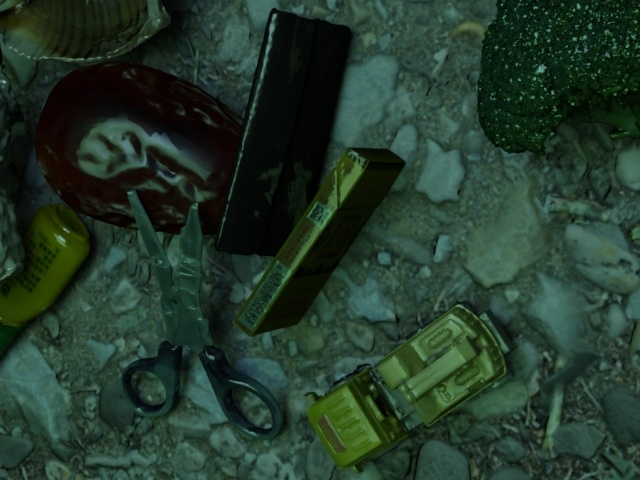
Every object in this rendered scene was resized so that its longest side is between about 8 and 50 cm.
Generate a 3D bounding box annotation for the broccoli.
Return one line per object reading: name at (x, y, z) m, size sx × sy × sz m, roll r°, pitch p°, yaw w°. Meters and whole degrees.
broccoli at (0.313, -0.221, 1.466) m, size 0.308 × 0.308 × 0.275 m, roll -31°, pitch 118°, yaw 21°

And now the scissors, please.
scissors at (-0.188, 0.104, 1.710) m, size 0.256 × 0.029 × 0.383 m, roll 6°, pitch 124°, yaw 23°

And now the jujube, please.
jujube at (-0.232, -0.118, 1.723) m, size 0.318 × 0.223 × 0.223 m, roll 18°, pitch 99°, yaw 13°

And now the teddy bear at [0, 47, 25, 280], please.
teddy bear at (-0.564, -0.088, 1.780) m, size 0.375 × 0.327 × 0.362 m, roll -15°, pitch 97°, yaw 34°

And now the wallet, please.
wallet at (-0.042, -0.133, 1.651) m, size 0.044 × 0.170 × 0.321 m, roll 18°, pitch 99°, yaw 34°

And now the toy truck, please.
toy truck at (0.110, 0.187, 1.608) m, size 0.272 × 0.157 × 0.124 m, roll -35°, pitch 79°, yaw 20°

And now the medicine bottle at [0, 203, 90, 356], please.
medicine bottle at (-0.452, 0.086, 1.883) m, size 0.309 × 0.076 × 0.111 m, roll -52°, pitch 59°, yaw 16°

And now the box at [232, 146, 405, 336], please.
box at (-0.001, 0.001, 1.648) m, size 0.041 × 0.153 × 0.279 m, roll 39°, pitch 106°, yaw 16°

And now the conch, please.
conch at (-0.306, -0.373, 1.745) m, size 0.324 × 0.186 × 0.263 m, roll -32°, pitch 81°, yaw 28°
